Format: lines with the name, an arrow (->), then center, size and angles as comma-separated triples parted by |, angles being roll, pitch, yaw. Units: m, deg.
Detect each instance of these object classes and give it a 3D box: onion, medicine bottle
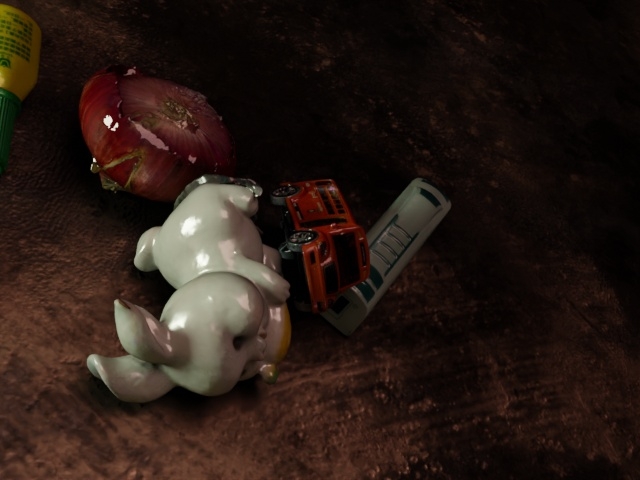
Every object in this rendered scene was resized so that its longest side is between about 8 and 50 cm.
onion -> -0.237, -0.146, 1.522 | 0.248, 0.161, 0.248 | 24, 47, -28
medicine bottle -> -0.459, -0.217, 1.501 | 0.111, 0.076, 0.309 | 11, 48, -21

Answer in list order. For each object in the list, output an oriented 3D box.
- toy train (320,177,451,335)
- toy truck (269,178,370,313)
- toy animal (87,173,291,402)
toy train -> 0.119, -0.007, 1.676 | 0.086, 0.088, 0.407 | 39, 42, 4
toy truck -> 0.000, 0.000, 1.499 | 0.114, 0.108, 0.253 | -10, 25, -6
toy animal -> -0.149, 0.078, 1.376 | 0.247, 0.183, 0.310 | 18, 51, -12
